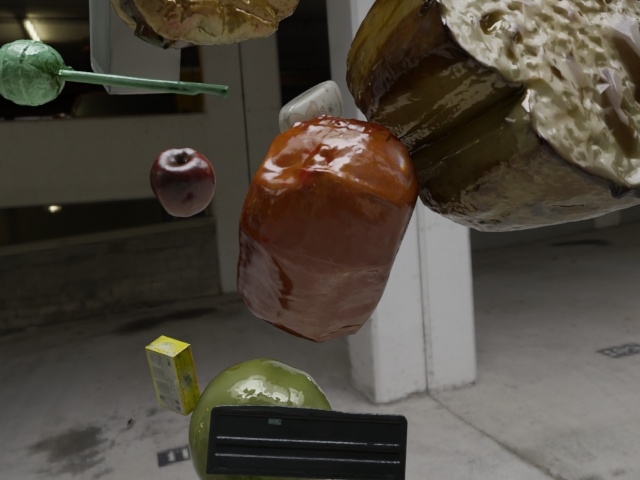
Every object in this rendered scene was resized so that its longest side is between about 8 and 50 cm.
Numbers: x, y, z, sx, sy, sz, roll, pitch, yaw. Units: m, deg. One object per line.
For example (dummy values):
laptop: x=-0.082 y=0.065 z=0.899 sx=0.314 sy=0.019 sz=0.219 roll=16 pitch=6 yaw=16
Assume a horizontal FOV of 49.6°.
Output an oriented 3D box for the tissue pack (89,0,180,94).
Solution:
tissue pack: x=-0.353 y=-0.417 z=1.309 sx=0.135 sy=0.246 sz=0.159 roll=-11 pitch=40 yaw=-28

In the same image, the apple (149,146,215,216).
apple: x=-0.339 y=-0.137 z=1.720 sx=0.156 sy=0.158 sz=0.147 roll=-16 pitch=42 yaw=-17

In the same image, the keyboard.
keyboard: x=-0.069 y=0.277 z=0.944 sx=0.380 sy=0.104 sz=0.041 roll=6 pitch=-8 yaw=-11

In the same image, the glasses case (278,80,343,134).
glasses case: x=-0.014 y=-0.231 z=1.260 sx=0.051 sy=0.081 sz=0.204 roll=-3 pitch=27 yaw=31

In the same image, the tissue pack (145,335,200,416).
tissue pack: x=-0.351 y=0.325 z=1.665 sx=0.095 sy=0.176 sz=0.062 roll=10 pitch=29 yaw=32

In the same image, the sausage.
sausage: x=0.001 y=0.001 z=0.654 sx=0.141 sy=0.153 sz=0.268 roll=22 pitch=-33 yaw=2

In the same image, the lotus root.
lotus root: x=0.164 y=-0.137 z=0.661 sx=0.316 sy=0.316 sz=0.250 roll=-8 pitch=-18 yaw=-38

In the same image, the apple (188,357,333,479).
apple: x=-0.130 y=0.443 z=1.595 sx=0.357 sy=0.358 sz=0.357 roll=-4 pitch=5 yaw=0

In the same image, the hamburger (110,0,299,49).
hamburger: x=-0.186 y=-0.356 z=0.936 sx=0.162 sy=0.209 sz=0.329 roll=11 pitch=-3 yaw=42

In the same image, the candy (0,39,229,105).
candy: x=-0.372 y=-0.285 z=1.219 sx=0.439 sy=0.119 sz=0.119 roll=6 pitch=7 yaw=10
